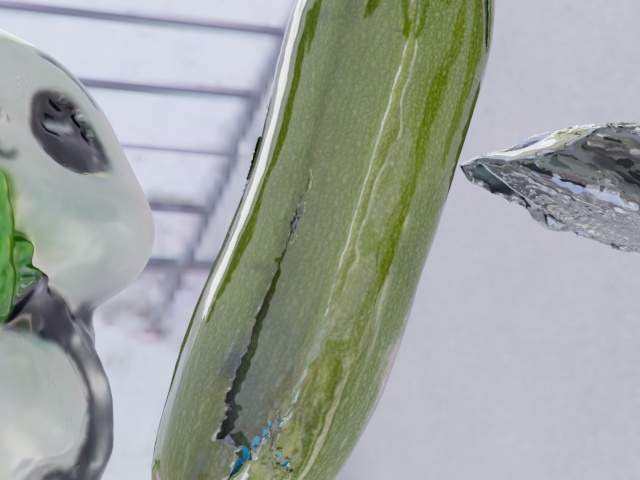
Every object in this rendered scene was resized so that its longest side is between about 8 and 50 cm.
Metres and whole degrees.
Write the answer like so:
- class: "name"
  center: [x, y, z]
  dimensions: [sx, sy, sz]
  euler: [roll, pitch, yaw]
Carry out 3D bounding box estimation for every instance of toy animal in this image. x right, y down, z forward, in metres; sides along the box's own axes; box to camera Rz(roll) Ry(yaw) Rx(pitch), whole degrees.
- class: "toy animal"
  center: [-0.191, 0.020, 0.964]
  dimensions: [0.212, 0.213, 0.266]
  euler: [7, 91, 63]

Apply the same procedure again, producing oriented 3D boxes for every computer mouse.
- class: "computer mouse"
  center: [0.113, -0.017, 0.662]
  dimensions: [0.079, 0.135, 0.047]
  euler: [171, 99, -75]

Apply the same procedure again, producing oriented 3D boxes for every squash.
- class: "squash"
  center: [0.000, 0.000, 0.446]
  dimensions: [0.052, 0.052, 0.183]
  euler: [-10, 56, 62]
